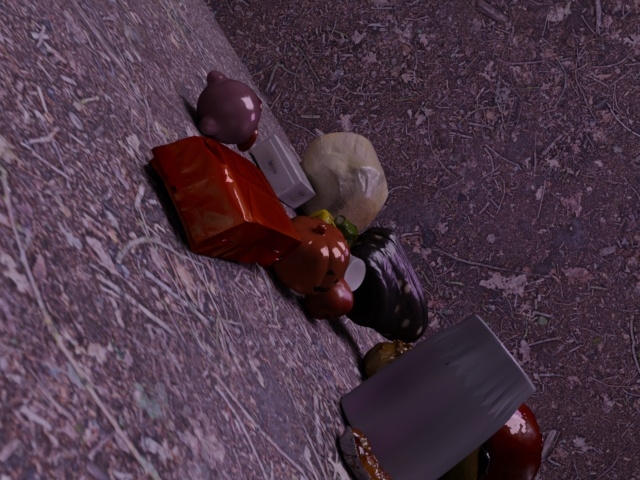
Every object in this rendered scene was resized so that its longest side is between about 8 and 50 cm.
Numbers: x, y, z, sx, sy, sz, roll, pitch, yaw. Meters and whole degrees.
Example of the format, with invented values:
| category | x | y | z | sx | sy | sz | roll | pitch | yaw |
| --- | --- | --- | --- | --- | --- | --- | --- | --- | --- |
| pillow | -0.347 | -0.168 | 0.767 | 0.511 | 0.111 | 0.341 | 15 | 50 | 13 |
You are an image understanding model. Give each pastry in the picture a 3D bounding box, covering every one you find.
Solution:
| category | x | y | z | sx | sy | sz | roll | pitch | yaw |
| --- | --- | --- | --- | --- | --- | --- | --- | --- | --- |
| pastry | 0.251 | 0.412 | 1.819 | 0.285 | 0.184 | 0.316 | 57 | 7 | -25 |

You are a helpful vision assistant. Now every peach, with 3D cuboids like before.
| category | x | y | z | sx | sy | sz | roll | pitch | yaw |
| --- | --- | --- | --- | --- | --- | --- | --- | --- | --- |
| peach | 0.467 | 0.588 | 1.914 | 0.416 | 0.353 | 0.339 | 49 | 10 | -52 |

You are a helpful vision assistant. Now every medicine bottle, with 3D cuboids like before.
| category | x | y | z | sx | sy | sz | roll | pitch | yaw |
| --- | --- | --- | --- | --- | --- | --- | --- | --- | --- |
| medicine bottle | 0.020 | 0.063 | 1.707 | 0.186 | 0.103 | 0.103 | 22 | -20 | 39 |

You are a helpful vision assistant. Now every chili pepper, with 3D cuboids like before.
| category | x | y | z | sx | sy | sz | roll | pitch | yaw |
| --- | --- | --- | --- | --- | --- | --- | --- | --- | --- |
| chili pepper | 0.086 | -0.033 | 1.980 | 0.201 | 0.050 | 0.052 | 36 | 61 | -72 |

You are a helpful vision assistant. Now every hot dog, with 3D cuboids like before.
| category | x | y | z | sx | sy | sz | roll | pitch | yaw |
| --- | --- | --- | --- | --- | --- | --- | --- | --- | --- |
| hot dog | 0.098 | 0.430 | 1.197 | 0.191 | 0.059 | 0.108 | 55 | 3 | -10 |

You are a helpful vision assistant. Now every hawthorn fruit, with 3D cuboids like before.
| category | x | y | z | sx | sy | sz | roll | pitch | yaw |
| --- | --- | --- | --- | --- | --- | --- | --- | --- | --- |
| hawthorn fruit | 0.024 | 0.136 | 1.594 | 0.125 | 0.125 | 0.140 | 53 | 49 | -38 |

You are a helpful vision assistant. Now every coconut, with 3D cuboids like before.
| category | x | y | z | sx | sy | sz | roll | pitch | yaw |
| --- | --- | --- | --- | --- | --- | --- | --- | --- | --- |
| coconut | 0.059 | -0.222 | 2.500 | 0.344 | 0.415 | 0.416 | 24 | 30 | -43 |

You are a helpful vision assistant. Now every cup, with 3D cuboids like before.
| category | x | y | z | sx | sy | sz | roll | pitch | yaw |
| --- | --- | --- | --- | --- | --- | --- | --- | --- | --- |
| cup | 0.244 | 0.343 | 1.382 | 0.253 | 0.371 | 0.253 | 51 | 4 | -5 |

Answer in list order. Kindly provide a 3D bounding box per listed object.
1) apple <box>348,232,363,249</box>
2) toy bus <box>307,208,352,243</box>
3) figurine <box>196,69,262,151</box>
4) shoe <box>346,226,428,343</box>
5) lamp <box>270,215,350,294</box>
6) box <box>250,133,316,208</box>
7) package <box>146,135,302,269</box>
| category | x | y | z | sx | sy | sz | roll | pitch | yaw |
| --- | --- | --- | --- | --- | --- | --- | --- | --- | --- |
| apple | 0.148 | 0.099 | 2.215 | 0.246 | 0.246 | 0.227 | -96 | 164 | -74 |
| toy bus | 0.000 | 0.000 | 1.994 | 0.152 | 0.144 | 0.330 | 57 | 8 | -8 |
| figurine | -0.238 | -0.332 | 1.672 | 0.173 | 0.173 | 0.173 | 57 | 7 | -11 |
| shoe | 0.172 | 0.171 | 1.849 | 0.237 | 0.171 | 0.384 | -43 | 122 | -44 |
| lamp | -0.022 | 0.027 | 1.492 | 0.187 | 0.164 | 0.188 | 16 | 35 | -11 |
| box | -0.124 | -0.234 | 2.253 | 0.195 | 0.111 | 0.260 | 61 | 4 | 12 |
| package | -0.158 | -0.060 | 1.211 | 0.196 | 0.123 | 0.423 | 63 | 9 | 14 |
